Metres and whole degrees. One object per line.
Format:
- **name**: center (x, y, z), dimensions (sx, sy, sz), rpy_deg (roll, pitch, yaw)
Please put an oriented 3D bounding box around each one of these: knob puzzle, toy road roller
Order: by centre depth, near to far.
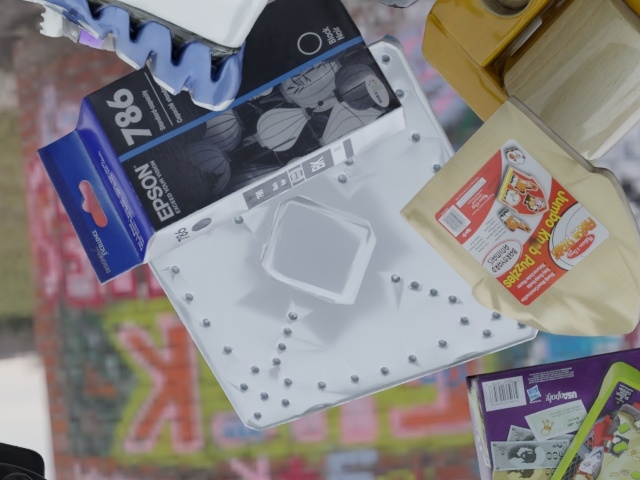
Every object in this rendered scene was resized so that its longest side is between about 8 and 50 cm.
- **knob puzzle**: center (0.177, -0.004, 1.319), dimensions (0.213, 0.213, 0.030), rpy_deg (-3, -151, 41)
- **toy road roller**: center (0.201, -0.247, 1.472), dimensions (0.202, 0.329, 0.241), rpy_deg (-47, 168, 36)

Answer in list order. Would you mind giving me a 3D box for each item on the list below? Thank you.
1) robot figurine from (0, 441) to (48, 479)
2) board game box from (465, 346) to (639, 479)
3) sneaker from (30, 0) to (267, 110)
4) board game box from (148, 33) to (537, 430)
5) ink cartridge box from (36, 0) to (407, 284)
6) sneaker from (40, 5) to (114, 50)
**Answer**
- **robot figurine**: center (-0.324, 0.319, 1.587), dimensions (0.174, 0.278, 0.209), rpy_deg (-10, 137, 5)
- **board game box**: center (0.311, 0.191, 1.468), dimensions (0.347, 0.208, 0.056), rpy_deg (-8, 174, -9)
- **sneaker**: center (-0.148, -0.243, 1.214), dimensions (0.316, 0.182, 0.127), rpy_deg (28, -166, -30)
- **board game box**: center (0.000, 0.000, 1.935), dimensions (0.390, 0.390, 0.050), rpy_deg (-21, -159, 21)
- **ink cartridge box**: center (-0.101, -0.106, 1.614), dimensions (0.333, 0.165, 0.065), rpy_deg (-29, 161, -3)
- **sneaker**: center (-0.190, -0.307, 1.744), dimensions (0.146, 0.102, 0.293), rpy_deg (22, 137, -1)
